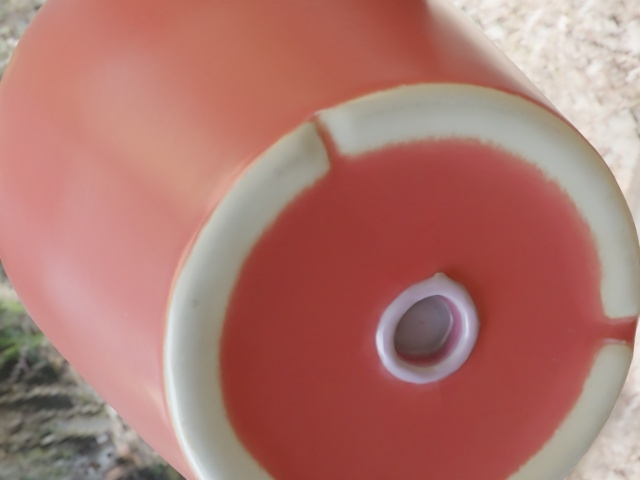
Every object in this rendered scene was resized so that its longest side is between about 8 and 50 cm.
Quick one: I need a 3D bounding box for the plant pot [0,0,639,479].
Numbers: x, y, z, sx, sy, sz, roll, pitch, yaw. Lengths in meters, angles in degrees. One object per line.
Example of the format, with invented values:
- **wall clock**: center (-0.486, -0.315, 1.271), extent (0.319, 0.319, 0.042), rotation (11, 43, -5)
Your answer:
- **plant pot**: center (0.000, 0.000, 0.636), extent (0.243, 0.275, 0.275), rotation (-137, 29, -64)
